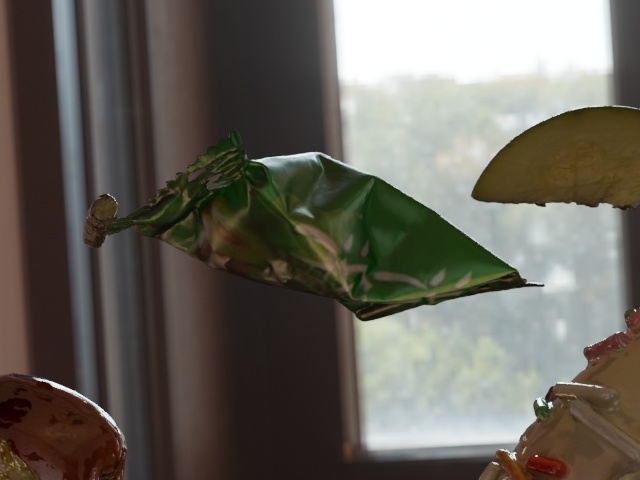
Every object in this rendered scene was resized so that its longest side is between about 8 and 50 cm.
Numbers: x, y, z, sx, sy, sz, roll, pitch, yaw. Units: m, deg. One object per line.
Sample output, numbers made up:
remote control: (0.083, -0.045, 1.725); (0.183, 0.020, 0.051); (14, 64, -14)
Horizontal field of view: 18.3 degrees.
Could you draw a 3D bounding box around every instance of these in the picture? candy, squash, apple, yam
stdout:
candy: (0.002, -0.004, 1.070); (0.203, 0.078, 0.141); (22, -9, -30)
squash: (0.304, -0.055, 2.050); (0.237, 0.155, 0.204); (4, 47, 27)
apple: (-0.251, 0.190, 1.740); (0.158, 0.147, 0.156); (11, -40, 3)
yam: (-0.210, -0.012, 1.860); (0.027, 0.033, 0.129); (7, -16, -10)

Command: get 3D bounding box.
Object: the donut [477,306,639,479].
donut: (0.227, 0.169, 1.289); (0.142, 0.382, 0.383); (42, 26, 28)
